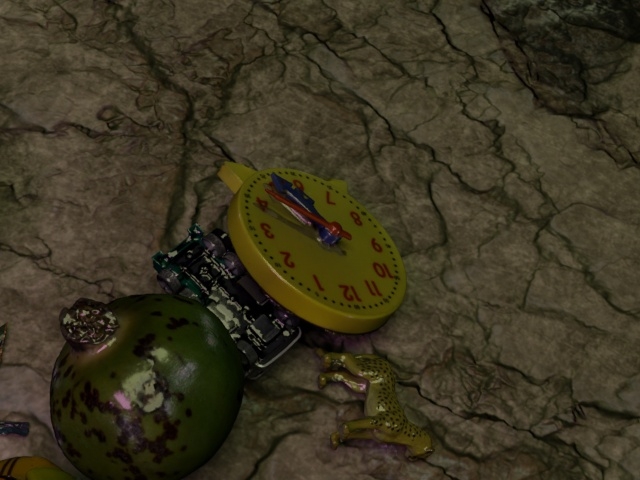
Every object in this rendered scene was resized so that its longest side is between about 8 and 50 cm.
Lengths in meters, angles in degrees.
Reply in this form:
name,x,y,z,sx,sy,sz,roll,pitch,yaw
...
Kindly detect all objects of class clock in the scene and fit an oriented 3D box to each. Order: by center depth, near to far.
name,x,y,z,sx,sy,sz,roll,pitch,yaw
clock,0.003,-0.001,1.543,0.277,0.071,0.293,1,50,-43

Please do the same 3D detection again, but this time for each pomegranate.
name,x,y,z,sx,sy,sz,roll,pitch,yaw
pomegranate,-0.220,0.175,1.352,0.254,0.270,0.254,-21,40,19

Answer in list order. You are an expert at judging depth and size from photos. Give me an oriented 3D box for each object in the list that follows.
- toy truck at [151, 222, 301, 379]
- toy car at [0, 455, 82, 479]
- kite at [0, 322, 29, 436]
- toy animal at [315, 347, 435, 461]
name,x,y,z,sx,sy,sz,roll,pitch,yaw
toy truck,-0.131,0.090,1.513,0.216,0.116,0.110,44,63,10
toy car,-0.377,0.351,1.277,0.248,0.200,0.142,-35,40,-17
kite,-0.492,0.242,1.414,0.233,0.016,0.321,6,57,-6
toy animal,0.071,0.212,1.500,0.136,0.073,0.181,1,45,-18
